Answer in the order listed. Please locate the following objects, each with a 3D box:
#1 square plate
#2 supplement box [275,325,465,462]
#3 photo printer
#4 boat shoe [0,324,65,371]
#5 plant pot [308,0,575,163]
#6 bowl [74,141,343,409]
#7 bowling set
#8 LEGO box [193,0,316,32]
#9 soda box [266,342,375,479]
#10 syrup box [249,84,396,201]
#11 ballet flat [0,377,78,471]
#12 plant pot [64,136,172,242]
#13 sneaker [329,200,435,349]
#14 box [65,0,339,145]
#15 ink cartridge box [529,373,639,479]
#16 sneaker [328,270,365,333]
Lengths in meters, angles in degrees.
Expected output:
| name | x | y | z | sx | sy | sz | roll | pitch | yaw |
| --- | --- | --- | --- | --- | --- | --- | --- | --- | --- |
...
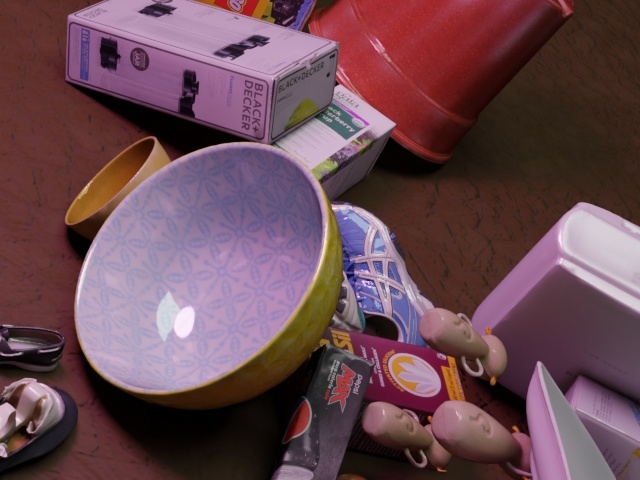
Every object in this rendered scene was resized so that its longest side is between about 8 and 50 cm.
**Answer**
| name | x | y | z | sx | sy | sz | roll | pitch | yaw |
| --- | --- | --- | --- | --- | --- | --- | --- | --- | --- |
| square plate | 0.284 | 0.343 | 1.659 | 0.347 | 0.049 | 0.344 | 55 | 19 | -36 |
| supplement box | 0.053 | 0.163 | 1.831 | 0.188 | 0.080 | 0.104 | 14 | 37 | -22 |
| photo printer | 0.311 | 0.107 | 1.907 | 0.256 | 0.307 | 0.107 | 29 | 58 | -5 |
| boat shoe | -0.309 | 0.101 | 1.678 | 0.125 | 0.038 | 0.046 | 11 | 38 | -26 |
| plant pot | 0.172 | -0.290 | 2.271 | 0.272 | 0.265 | 0.272 | 40 | 23 | -20 |
| bowl | -0.089 | 0.061 | 1.751 | 0.156 | 0.289 | 0.289 | 50 | 12 | -48 |
| bowling set | 0.114 | 0.227 | 1.724 | 0.154 | 0.200 | 0.287 | 30 | 44 | -44 |
| LEGO box | -0.163 | -0.498 | 2.422 | 0.373 | 0.193 | 0.500 | 23 | 35 | -10 |
| soda box | -0.004 | 0.190 | 1.699 | 0.060 | 0.053 | 0.168 | 23 | 71 | -10 |
| syrup box | -0.011 | -0.100 | 2.110 | 0.093 | 0.096 | 0.237 | 37 | 35 | 11 |
| ballet flat | -0.283 | 0.170 | 1.581 | 0.074 | 0.074 | 0.203 | 40 | 35 | 14 |
| plant pot | -0.196 | -0.033 | 1.875 | 0.095 | 0.134 | 0.134 | 47 | 29 | -20 |
| sneaker | 0.056 | 0.048 | 1.950 | 0.211 | 0.080 | 0.081 | 53 | 45 | 0 |
| box | -0.143 | -0.216 | 2.081 | 0.290 | 0.087 | 0.169 | 18 | 29 | 21 |
| ink cartridge box | 0.325 | 0.244 | 1.887 | 0.175 | 0.127 | 0.072 | 28 | 34 | -3 |
| sneaker | -0.059 | 0.028 | 1.929 | 0.275 | 0.107 | 0.110 | 41 | 0 | 28 |
